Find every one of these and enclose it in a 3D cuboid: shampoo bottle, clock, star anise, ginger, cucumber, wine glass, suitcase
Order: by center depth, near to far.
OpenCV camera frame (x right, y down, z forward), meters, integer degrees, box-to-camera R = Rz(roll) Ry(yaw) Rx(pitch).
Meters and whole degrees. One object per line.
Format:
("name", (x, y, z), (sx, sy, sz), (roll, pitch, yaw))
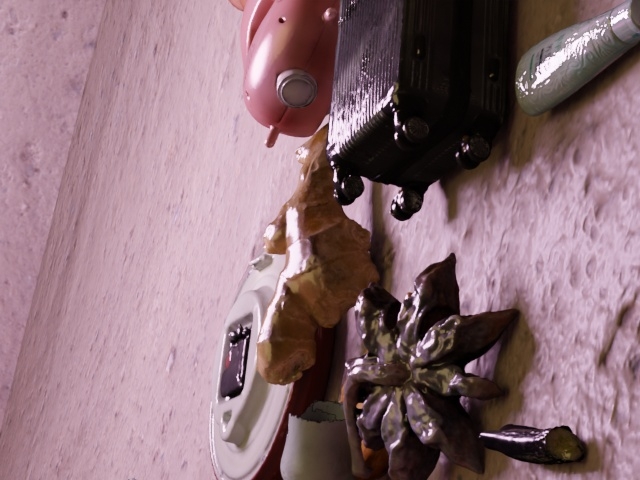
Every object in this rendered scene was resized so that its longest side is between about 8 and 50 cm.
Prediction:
("cucumber", (0.178, 0.172, 1.444), (0.034, 0.033, 0.135), (69, 159, -2))
("shampoo bottle", (0.234, -0.166, 1.503), (0.190, 0.041, 0.069), (-29, 45, 63))
("star anise", (0.082, 0.136, 1.610), (0.262, 0.081, 0.230), (-50, 56, 32))
("wine glass", (-0.003, 0.262, 1.734), (0.079, 0.079, 0.196), (-140, 52, -68))
("suitcase", (0.100, -0.195, 1.748), (0.202, 0.128, 0.312), (138, 140, -57))
("ginger", (0.000, 0.000, 1.922), (0.148, 0.081, 0.334), (-19, 55, 37))
("clock", (-0.026, -0.236, 2.024), (0.241, 0.142, 0.227), (-80, 15, -55))
("clock", (-0.075, 0.149, 2.062), (0.318, 0.080, 0.319), (-165, 90, -70))

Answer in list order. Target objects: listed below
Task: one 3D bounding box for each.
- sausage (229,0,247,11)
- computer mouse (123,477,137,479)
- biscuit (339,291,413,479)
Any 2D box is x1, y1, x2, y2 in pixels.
("sausage", (-0.067, -0.310, 2.354), (0.304, 0.078, 0.078), (-122, 49, -61))
("computer mouse", (-0.206, 0.411, 2.189), (0.159, 0.097, 0.288), (68, 172, -27))
("biscuit", (0.064, 0.166, 1.744), (0.144, 0.033, 0.224), (-103, 31, -42))
